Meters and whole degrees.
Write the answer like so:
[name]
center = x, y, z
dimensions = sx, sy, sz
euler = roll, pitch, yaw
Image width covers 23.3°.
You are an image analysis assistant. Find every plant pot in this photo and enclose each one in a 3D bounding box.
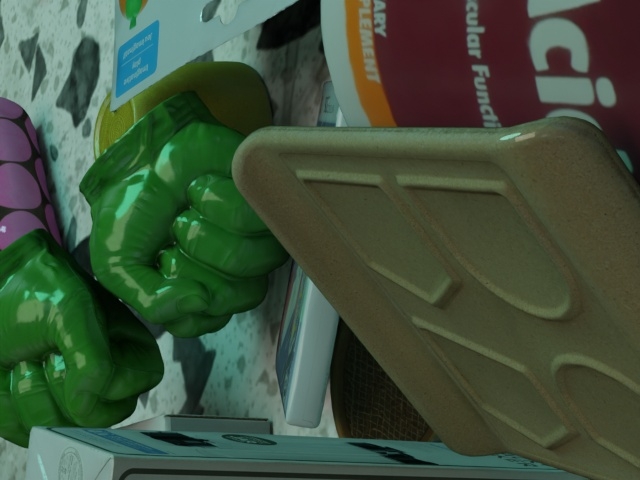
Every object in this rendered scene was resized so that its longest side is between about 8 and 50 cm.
[plant pot]
center = -0.111, -0.073, 1.149
dimensions = 0.134, 0.095, 0.134
euler = -14, 74, 55

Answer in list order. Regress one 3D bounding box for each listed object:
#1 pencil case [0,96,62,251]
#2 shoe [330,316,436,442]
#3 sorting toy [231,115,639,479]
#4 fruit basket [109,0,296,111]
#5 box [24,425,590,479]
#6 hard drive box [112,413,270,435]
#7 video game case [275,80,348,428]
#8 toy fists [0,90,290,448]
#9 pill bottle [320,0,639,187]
[pencil case]
center = -0.292, -0.026, 1.417
dimensions = 0.098, 0.095, 0.209
euler = -26, 54, 11
[shoe]
center = 0.049, 0.029, 0.931
dimensions = 0.058, 0.076, 0.219
euler = 46, -129, -88
[sorting toy]
center = 0.112, 0.062, 0.673
dimensions = 0.041, 0.307, 0.229
euler = -48, 24, -22
[fruit basket]
center = -0.064, -0.295, 0.999
dimensions = 0.327, 0.165, 0.353
euler = -20, 59, 52
[box]
center = -0.004, 0.184, 0.772
dimensions = 0.087, 0.290, 0.169
euler = 3, 85, 55
[hard drive box]
center = -0.113, 0.251, 1.101
dimensions = 0.181, 0.089, 0.232
euler = -24, 64, 52
[video game case]
center = 0.000, 0.000, 0.961
dimensions = 0.183, 0.023, 0.201
euler = -126, 46, -84
[toy fists]
center = -0.138, 0.033, 1.061
dimensions = 0.279, 0.096, 0.142
euler = -41, 86, 14
[pill bottle]
center = 0.192, -0.087, 0.584
dimensions = 0.392, 0.224, 0.224
euler = 12, 95, 56
